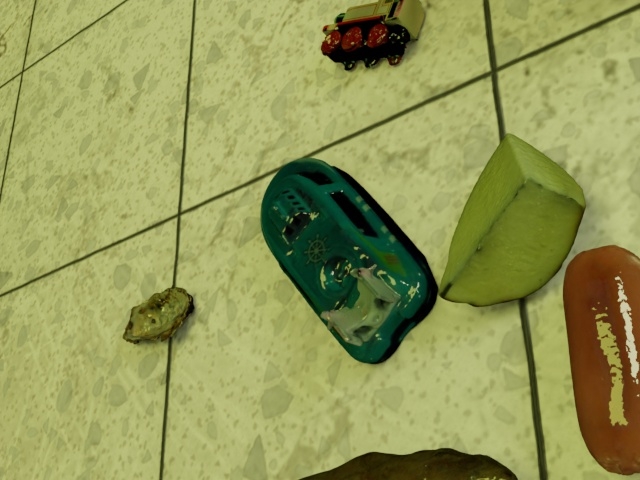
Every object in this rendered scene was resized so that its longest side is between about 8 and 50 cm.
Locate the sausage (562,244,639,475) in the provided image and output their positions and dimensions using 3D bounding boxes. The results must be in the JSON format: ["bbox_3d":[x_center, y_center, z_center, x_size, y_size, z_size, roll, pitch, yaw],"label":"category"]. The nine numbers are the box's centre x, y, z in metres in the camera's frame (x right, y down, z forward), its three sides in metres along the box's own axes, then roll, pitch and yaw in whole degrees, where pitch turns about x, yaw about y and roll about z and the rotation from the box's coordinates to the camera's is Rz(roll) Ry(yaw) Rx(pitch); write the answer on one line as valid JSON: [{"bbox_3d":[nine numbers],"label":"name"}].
[{"bbox_3d":[0.241,0.092,0.721,0.077,0.077,0.194,-19,59,35],"label":"sausage"}]

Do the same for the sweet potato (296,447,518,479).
[{"bbox_3d":[0.001,0.278,0.816,0.423,0.130,0.130,-29,52,22],"label":"sweet potato"}]

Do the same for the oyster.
[{"bbox_3d":[-0.217,0.102,1.167,0.132,0.029,0.086,1,64,46],"label":"oyster"}]

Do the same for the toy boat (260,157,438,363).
[{"bbox_3d":[0.000,0.000,0.978,0.134,0.092,0.299,-54,45,13],"label":"toy boat"}]

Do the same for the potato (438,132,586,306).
[{"bbox_3d":[0.183,-0.013,0.847,0.149,0.081,0.120,-58,10,27],"label":"potato"}]

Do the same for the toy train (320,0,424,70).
[{"bbox_3d":[0.059,-0.257,1.080,0.138,0.050,0.087,3,67,45],"label":"toy train"}]
